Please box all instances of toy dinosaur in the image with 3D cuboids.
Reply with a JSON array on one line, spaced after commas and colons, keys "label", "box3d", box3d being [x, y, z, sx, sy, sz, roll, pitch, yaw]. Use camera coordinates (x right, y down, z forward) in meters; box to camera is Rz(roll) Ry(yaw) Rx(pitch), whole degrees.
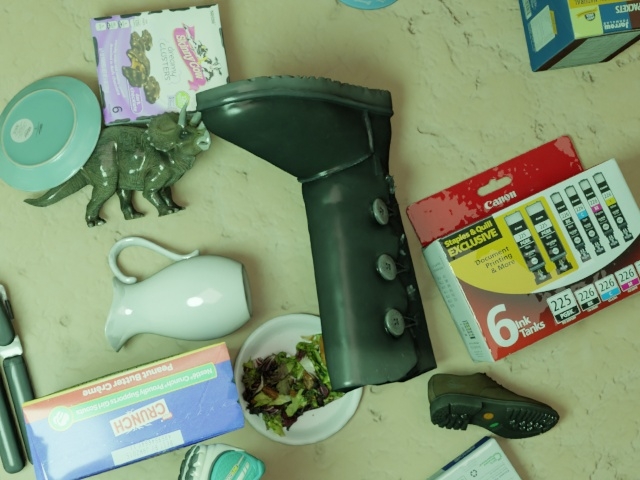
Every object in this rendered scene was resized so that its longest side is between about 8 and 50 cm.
[{"label": "toy dinosaur", "box3d": [-0.285, -0.109, 1.661, 0.313, 0.121, 0.160, -7, 95, 15]}]

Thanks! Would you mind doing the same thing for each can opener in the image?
[{"label": "can opener", "box3d": [-0.463, 0.195, 1.615, 0.076, 0.095, 0.283, -16, 86, -8]}]

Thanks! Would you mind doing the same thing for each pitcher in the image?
[{"label": "pitcher", "box3d": [-0.212, 0.066, 1.658, 0.207, 0.125, 0.177, -9, 70, 3]}]

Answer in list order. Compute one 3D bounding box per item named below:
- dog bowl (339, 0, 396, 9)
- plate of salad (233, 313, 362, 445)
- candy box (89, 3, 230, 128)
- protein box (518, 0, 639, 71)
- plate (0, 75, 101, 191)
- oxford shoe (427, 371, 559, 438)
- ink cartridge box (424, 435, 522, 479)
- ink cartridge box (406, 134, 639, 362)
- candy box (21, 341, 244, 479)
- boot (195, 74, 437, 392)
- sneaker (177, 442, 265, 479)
[{"label": "dog bowl", "box3d": [0.102, -0.515, 1.773, 0.166, 0.074, 0.297, 24, 81, -4]}, {"label": "plate of salad", "box3d": [-0.032, 0.210, 1.695, 0.200, 0.048, 0.200, 1, 85, -8]}, {"label": "candy box", "box3d": [-0.240, -0.263, 1.703, 0.196, 0.070, 0.165, -9, 86, -8]}, {"label": "protein box", "box3d": [0.403, -0.388, 1.734, 0.136, 0.201, 0.200, -10, 86, -9]}, {"label": "plate", "box3d": [-0.411, -0.162, 1.649, 0.188, 0.024, 0.188, -7, 69, 18]}, {"label": "oxford shoe", "box3d": [0.266, 0.243, 1.713, 0.227, 0.083, 0.096, 16, 39, -23]}, {"label": "ink cartridge box", "box3d": [0.232, 0.451, 1.705, 0.223, 0.045, 0.224, -33, 92, -9]}, {"label": "ink cartridge box", "box3d": [0.327, 0.003, 1.722, 0.309, 0.130, 0.272, -25, 87, -9]}, {"label": "candy box", "box3d": [-0.248, 0.233, 1.527, 0.268, 0.317, 0.122, -15, 86, -9]}, {"label": "boot", "box3d": [0.002, 0.000, 1.605, 0.367, 0.146, 0.445, -3, 85, -44]}, {"label": "sneaker", "box3d": [-0.130, 0.387, 1.359, 0.110, 0.107, 0.275, 12, 81, -14]}]
